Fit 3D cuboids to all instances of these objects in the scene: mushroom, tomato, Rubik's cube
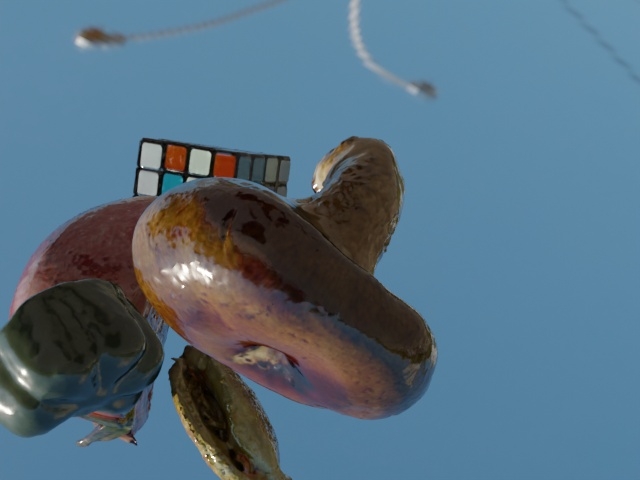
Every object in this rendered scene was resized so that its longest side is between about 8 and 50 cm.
[{"bbox_3d":[-0.027,0.021,1.489,0.267,0.267,0.255,8,-101,-36],"label":"mushroom"},{"bbox_3d":[-0.252,0.070,1.958,0.170,0.309,0.309,13,-150,-1],"label":"tomato"},{"bbox_3d":[-0.147,-0.049,2.339,0.155,0.154,0.151,10,-175,27],"label":"Rubik's cube"}]

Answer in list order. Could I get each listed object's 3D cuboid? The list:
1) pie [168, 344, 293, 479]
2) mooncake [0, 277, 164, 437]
[{"bbox_3d":[-0.098,0.206,1.942,0.205,0.084,0.179,57,177,22],"label":"pie"},{"bbox_3d":[-0.238,0.121,1.693,0.175,0.168,0.104,-31,-113,-19],"label":"mooncake"}]
